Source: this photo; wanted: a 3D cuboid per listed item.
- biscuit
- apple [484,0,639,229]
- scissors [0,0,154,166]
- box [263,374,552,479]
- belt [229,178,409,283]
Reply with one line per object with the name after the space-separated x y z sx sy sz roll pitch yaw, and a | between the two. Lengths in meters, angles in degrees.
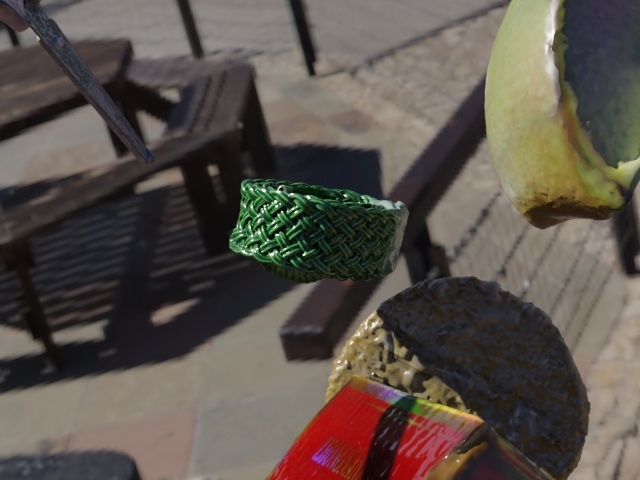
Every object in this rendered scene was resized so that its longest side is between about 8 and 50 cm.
0.109 0.136 1.111 0.219 0.220 0.033 -8 0 18 | biscuit
0.177 -0.128 0.974 0.265 0.120 0.193 -65 12 -22 | apple
-0.135 -0.104 0.670 0.015 0.189 0.100 -20 36 25 | scissors
0.128 0.200 0.645 0.089 0.313 0.197 -50 11 -8 | box
0.000 0.000 1.060 0.121 0.079 0.151 16 10 36 | belt
